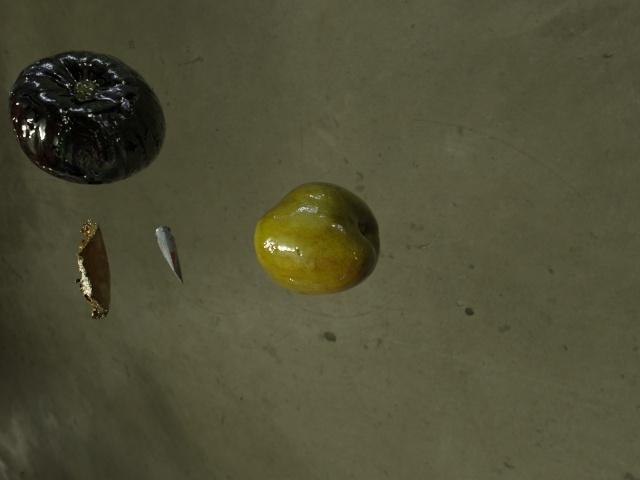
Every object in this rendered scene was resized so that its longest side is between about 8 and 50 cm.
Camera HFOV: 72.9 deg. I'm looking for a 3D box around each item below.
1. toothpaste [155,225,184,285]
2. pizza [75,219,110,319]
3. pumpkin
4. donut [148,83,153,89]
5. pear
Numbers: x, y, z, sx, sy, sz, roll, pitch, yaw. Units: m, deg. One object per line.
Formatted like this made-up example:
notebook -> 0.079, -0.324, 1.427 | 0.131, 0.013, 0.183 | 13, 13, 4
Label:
toothpaste -> -0.515, 0.048, 1.489 | 0.089, 0.057, 0.234 | 82, 161, -54
pizza -> -0.612, 0.081, 1.169 | 0.056, 0.134, 0.270 | -5, 101, 0
pumpkin -> -0.379, -0.199, 0.720 | 0.233, 0.233, 0.163 | 50, 150, 9
donut -> -0.554, -0.406, 1.327 | 0.175, 0.068, 0.174 | -37, 47, 56
pear -> 0.000, 0.000, 0.699 | 0.200, 0.200, 0.199 | 15, 117, 31
